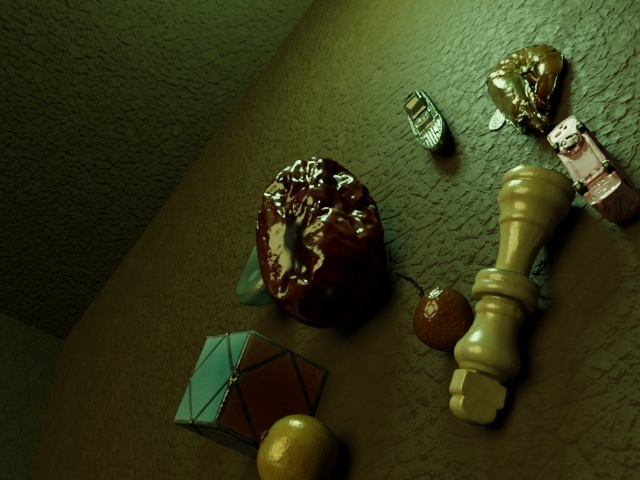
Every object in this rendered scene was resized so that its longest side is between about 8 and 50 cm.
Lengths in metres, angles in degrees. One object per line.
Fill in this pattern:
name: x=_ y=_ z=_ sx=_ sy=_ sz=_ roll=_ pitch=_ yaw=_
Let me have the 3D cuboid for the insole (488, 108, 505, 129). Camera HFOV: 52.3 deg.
insole: x=0.396 y=-0.305 z=1.334 sx=0.188 sy=0.004 sz=0.064 roll=-60 pitch=24 yaw=-6

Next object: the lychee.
lychee: x=0.197 y=0.119 z=1.077 sx=0.101 sy=0.114 sz=0.140 roll=-20 pitch=54 yaw=8

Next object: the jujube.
jujube: x=-0.001 y=0.000 z=1.406 sx=0.276 sy=0.276 sz=0.377 roll=-43 pitch=33 yaw=28

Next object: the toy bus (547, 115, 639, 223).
toy bus: x=0.410 y=-0.107 z=0.982 sx=0.063 sy=0.090 sz=0.203 roll=-43 pitch=30 yaw=27

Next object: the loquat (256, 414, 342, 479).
loquat: x=-0.038 y=0.388 z=1.159 sx=0.137 sy=0.163 sz=0.163 roll=119 pitch=165 yaw=-48

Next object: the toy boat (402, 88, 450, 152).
toy boat: x=0.238 y=-0.273 z=1.485 sx=0.078 sy=0.085 sz=0.260 roll=-45 pitch=28 yaw=24

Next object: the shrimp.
shrimp: x=0.400 y=-0.290 z=1.247 sx=0.154 sy=0.062 sz=0.294 roll=-28 pitch=38 yaw=26

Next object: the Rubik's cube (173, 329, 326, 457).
Rubik's cube: x=-0.146 y=0.323 z=1.352 sx=0.205 sy=0.207 sz=0.205 roll=-19 pitch=46 yaw=53

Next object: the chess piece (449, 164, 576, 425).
chess piece: x=0.281 y=0.082 z=0.982 sx=0.117 sy=0.117 sz=0.397 roll=-9 pitch=54 yaw=58

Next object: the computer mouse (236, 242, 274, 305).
computer mouse: x=-0.099 y=0.038 z=1.695 sx=0.188 sy=0.122 sz=0.371 roll=-30 pitch=30 yaw=38
